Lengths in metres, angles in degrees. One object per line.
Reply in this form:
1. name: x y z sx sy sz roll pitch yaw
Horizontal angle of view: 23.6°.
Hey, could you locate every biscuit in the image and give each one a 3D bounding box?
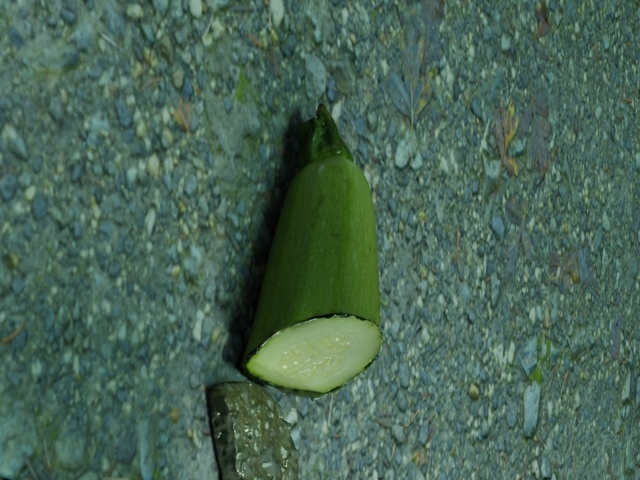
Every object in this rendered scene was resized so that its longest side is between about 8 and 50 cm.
1. biscuit: -0.054 0.239 1.477 0.133 0.032 0.250 -32 118 -60

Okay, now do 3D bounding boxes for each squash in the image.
1. squash: 0.016 0.005 1.500 0.137 0.137 0.287 48 48 -54
